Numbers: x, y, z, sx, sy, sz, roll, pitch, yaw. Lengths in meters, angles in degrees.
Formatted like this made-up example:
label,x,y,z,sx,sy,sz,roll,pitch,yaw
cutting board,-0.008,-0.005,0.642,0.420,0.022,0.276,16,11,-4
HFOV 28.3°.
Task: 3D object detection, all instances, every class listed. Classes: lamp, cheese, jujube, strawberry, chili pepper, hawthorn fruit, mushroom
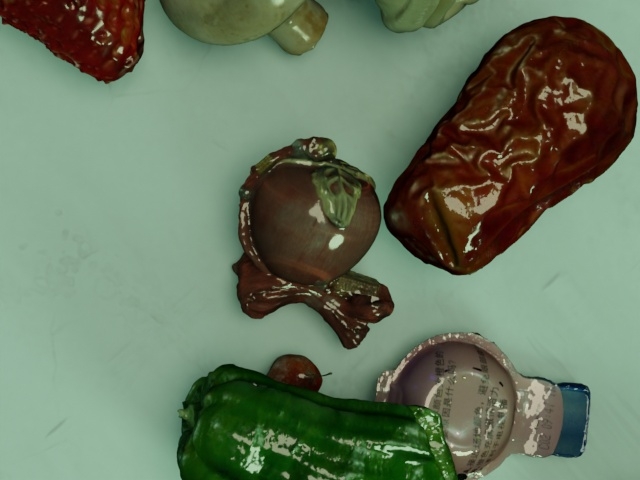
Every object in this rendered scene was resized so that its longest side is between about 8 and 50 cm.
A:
label,x,y,z,sx,sy,sz,roll,pitch,yaw
lamp,0.001,-0.009,1.467,0.215,0.151,0.223,17,128,-7
cheese,0.199,0.207,1.537,0.285,0.074,0.189,6,88,-17
jujube,0.221,-0.108,1.478,0.342,0.216,0.216,-43,98,-13
strawberry,-0.274,-0.287,1.381,0.205,0.205,0.244,-38,111,-12
chili pepper,0.013,0.274,1.414,0.385,0.213,0.167,24,50,-14
hawthorn fruit,-0.023,0.163,1.468,0.066,0.103,0.067,6,77,-29
mushroom,-0.073,-0.313,1.433,0.209,0.206,0.206,2,88,-36

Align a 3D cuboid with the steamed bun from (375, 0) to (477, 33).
label,x,y,z,sx,sy,sz,roll,pitch,yaw
steamed bun,0.133,-0.410,1.391,0.219,0.324,0.310,-1,68,27
